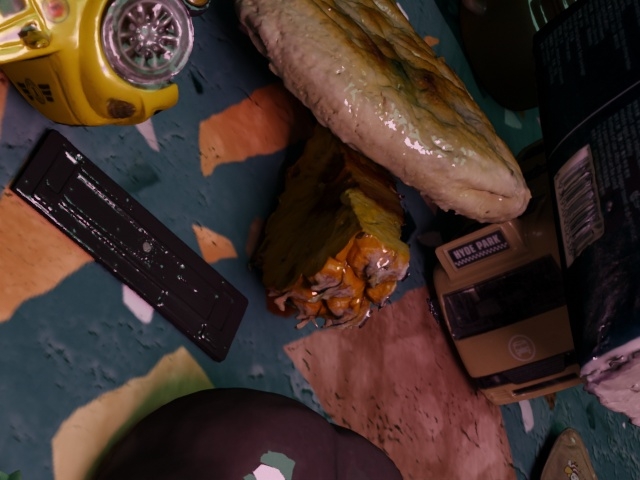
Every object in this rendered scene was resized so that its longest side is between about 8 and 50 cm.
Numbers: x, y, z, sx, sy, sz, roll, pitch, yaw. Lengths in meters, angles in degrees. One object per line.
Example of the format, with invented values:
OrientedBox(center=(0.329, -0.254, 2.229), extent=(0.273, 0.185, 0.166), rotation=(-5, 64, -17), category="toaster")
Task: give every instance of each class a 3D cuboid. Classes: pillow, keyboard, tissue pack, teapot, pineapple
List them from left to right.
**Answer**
OrientedBox(center=(-0.130, 0.007, 0.677), extent=(0.204, 0.013, 0.061), rotation=(45, 45, -29), category="keyboard")
OrientedBox(center=(0.001, 0.001, 0.748), extent=(0.079, 0.135, 0.233), rotation=(27, 25, -15), category="pineapple")
OrientedBox(center=(0.283, -0.277, 1.160), extent=(0.267, 0.175, 0.186), rotation=(19, 59, -44), category="teapot")
OrientedBox(center=(0.302, 0.320, 1.037), extent=(0.130, 0.033, 0.218), rotation=(-42, 107, -48), category="pillow")
OrientedBox(center=(0.352, -0.056, 0.804), extent=(0.253, 0.264, 0.417), rotation=(27, 44, -29), category="tissue pack")

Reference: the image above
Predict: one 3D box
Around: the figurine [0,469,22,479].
OrientedBox(center=(-0.201, 0.183, 0.488), extent=(0.083, 0.083, 0.187), rotation=(28, 42, -40), category="figurine")

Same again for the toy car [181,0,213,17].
OrientedBox(center=(-0.141, -0.224, 0.702), extent=(0.112, 0.112, 0.139), rotation=(10, 76, -31), category="toy car")

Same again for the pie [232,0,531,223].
OrientedBox(center=(0.060, -0.144, 0.834), extent=(0.337, 0.075, 0.337), rotation=(37, 24, -20), category="pie")

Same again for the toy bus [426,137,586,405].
OrientedBox(center=(0.259, 0.010, 1.014), extent=(0.202, 0.177, 0.365), rotation=(58, 37, -10), category="toy bus")

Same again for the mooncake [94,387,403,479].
OrientedBox(center=(-0.040, 0.217, 0.608), extent=(0.245, 0.133, 0.245), rotation=(13, 72, -45), category="mooncake")

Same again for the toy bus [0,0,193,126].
OrientedBox(center=(-0.207, -0.203, 0.534), extent=(0.152, 0.144, 0.330), rotation=(-36, 120, -28), category="toy bus")
